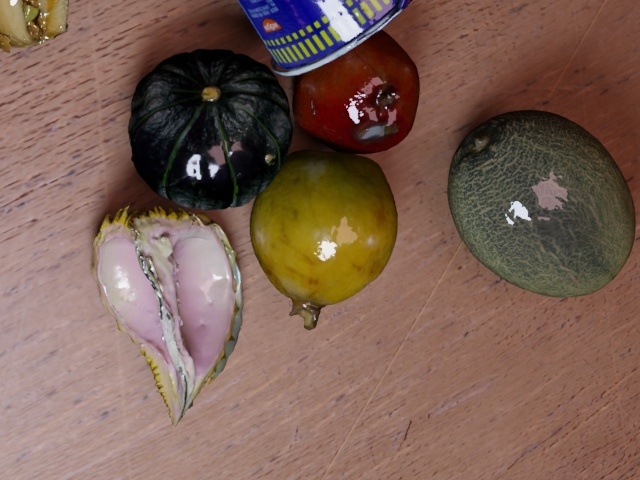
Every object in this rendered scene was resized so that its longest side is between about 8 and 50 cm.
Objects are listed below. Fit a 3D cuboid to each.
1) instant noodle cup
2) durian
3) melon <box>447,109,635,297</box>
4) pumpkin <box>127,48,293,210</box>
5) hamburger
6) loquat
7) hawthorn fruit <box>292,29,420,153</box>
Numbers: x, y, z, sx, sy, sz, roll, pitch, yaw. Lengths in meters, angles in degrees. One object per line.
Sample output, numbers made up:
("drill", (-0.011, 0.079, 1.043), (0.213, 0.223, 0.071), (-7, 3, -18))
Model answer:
("instant noodle cup", (-0.041, -0.408, 1.318), (0.284, 0.284, 0.312), (-47, 116, -11))
("durian", (-0.181, 0.070, 1.448), (0.195, 0.185, 0.305), (-33, 115, -37))
("melon", (0.333, -0.051, 1.605), (0.329, 0.248, 0.249), (41, 81, -31))
("pumpkin", (-0.144, -0.145, 1.398), (0.220, 0.162, 0.221), (4, 59, -6))
("hamburger", (-0.361, -0.327, 1.266), (0.108, 0.214, 0.214), (-19, 106, -14))
("loquat", (0.000, 0.000, 1.472), (0.213, 0.213, 0.246), (14, 81, -26))
("hawthorn fruit", (0.054, -0.204, 1.478), (0.185, 0.202, 0.185), (-5, 107, -18))
